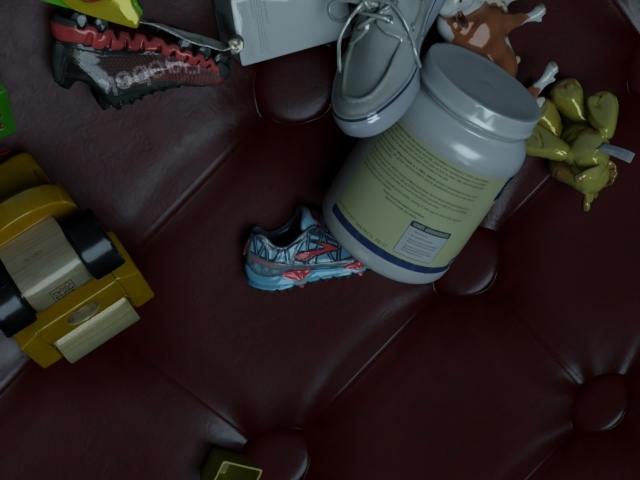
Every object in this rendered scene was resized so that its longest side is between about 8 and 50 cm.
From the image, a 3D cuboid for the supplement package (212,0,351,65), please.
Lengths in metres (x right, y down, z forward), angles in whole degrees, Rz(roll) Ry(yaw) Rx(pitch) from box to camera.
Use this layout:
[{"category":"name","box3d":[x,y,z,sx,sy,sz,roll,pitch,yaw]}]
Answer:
[{"category":"supplement package","box3d":[-0.059,-0.342,1.815,0.179,0.105,0.105,-18,118,-16]}]

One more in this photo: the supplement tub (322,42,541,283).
[{"category":"supplement tub","box3d":[0.172,-0.119,1.901,0.235,0.235,0.325,14,124,-29]}]

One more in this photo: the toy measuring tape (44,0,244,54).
[{"category":"toy measuring tape","box3d":[-0.253,-0.355,1.689,0.330,0.121,0.121,15,106,-11]}]

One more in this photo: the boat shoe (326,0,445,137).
[{"category":"boat shoe","box3d":[0.093,-0.326,1.759,0.367,0.135,0.156,-65,146,-30]}]

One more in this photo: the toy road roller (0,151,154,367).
[{"category":"toy road roller","box3d":[-0.405,0.021,1.796,0.202,0.241,0.329,-33,159,-8]}]

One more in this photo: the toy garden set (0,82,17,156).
[{"category":"toy garden set","box3d":[-0.543,-0.122,1.684,0.244,0.049,0.204,-27,160,-17]}]

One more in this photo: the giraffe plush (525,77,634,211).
[{"category":"giraffe plush","box3d":[0.453,-0.152,2.116,0.181,0.210,0.170,-42,153,-8]}]

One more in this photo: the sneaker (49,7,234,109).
[{"category":"sneaker","box3d":[-0.265,-0.250,1.767,0.276,0.097,0.135,8,109,-25]}]

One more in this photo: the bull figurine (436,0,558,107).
[{"category":"bull figurine","box3d":[0.279,-0.314,1.984,0.188,0.101,0.310,-26,123,-17]}]

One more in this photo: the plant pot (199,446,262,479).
[{"category":"plant pot","box3d":[-0.164,0.404,2.115,0.081,0.083,0.081,20,102,-30]}]

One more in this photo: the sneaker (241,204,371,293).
[{"category":"sneaker","box3d":[0.000,0.000,1.998,0.261,0.104,0.125,-16,116,-18]}]
